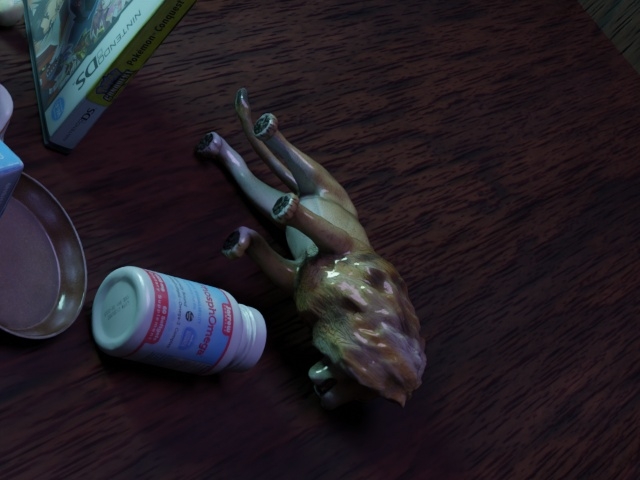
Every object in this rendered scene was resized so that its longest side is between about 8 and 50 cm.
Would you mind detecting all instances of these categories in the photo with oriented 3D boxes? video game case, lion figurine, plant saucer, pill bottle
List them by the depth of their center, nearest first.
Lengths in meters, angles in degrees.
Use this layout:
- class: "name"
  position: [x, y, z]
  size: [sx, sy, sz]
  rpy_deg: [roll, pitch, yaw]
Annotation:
- class: "plant saucer"
  position: [-0.283, 0.014, 1.493]
  size: [0.168, 0.029, 0.168]
  rpy_deg: [33, 44, -39]
- class: "pill bottle"
  position: [-0.132, 0.081, 1.576]
  size: [0.160, 0.087, 0.087]
  rpy_deg: [16, 42, -41]
- class: "video game case"
  position: [-0.226, -0.267, 1.712]
  size: [0.035, 0.248, 0.275]
  rpy_deg: [19, 40, -36]
- class: "lion figurine"
  position: [0.000, 0.000, 1.795]
  size: [0.240, 0.142, 0.392]
  rpy_deg: [37, 26, -30]

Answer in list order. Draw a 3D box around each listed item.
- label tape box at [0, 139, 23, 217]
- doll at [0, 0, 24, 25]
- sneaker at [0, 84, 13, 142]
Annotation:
- class: "label tape box"
  position: [-0.424, -0.061, 1.172]
  size: [0.249, 0.115, 0.347]
  rpy_deg: [44, 35, 17]
- class: "doll"
  position: [-0.388, -0.301, 1.750]
  size: [0.189, 0.046, 0.129]
  rpy_deg: [49, 20, -8]
- class: "sneaker"
  position: [-0.417, -0.127, 1.430]
  size: [0.321, 0.127, 0.126]
  rpy_deg: [10, 47, -44]
